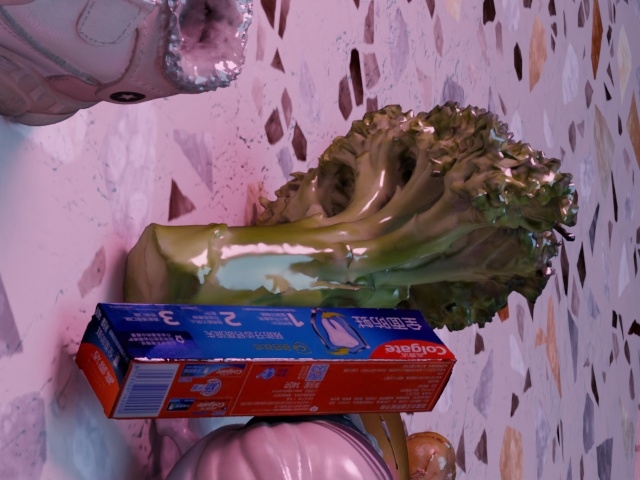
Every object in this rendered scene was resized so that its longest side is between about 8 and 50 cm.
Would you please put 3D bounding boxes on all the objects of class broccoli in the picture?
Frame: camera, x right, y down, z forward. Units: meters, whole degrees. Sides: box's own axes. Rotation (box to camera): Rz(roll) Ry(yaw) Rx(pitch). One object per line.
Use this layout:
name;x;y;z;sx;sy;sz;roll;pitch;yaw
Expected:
broccoli;0.001;0.019;1.609;0.275;0.397;0.353;55;-17;27

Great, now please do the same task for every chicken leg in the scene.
chicken leg;0.118;0.327;2.088;0.101;0.085;0.207;-44;137;-78

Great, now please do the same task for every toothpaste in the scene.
toothpaste;-0.038;0.098;1.435;0.320;0.076;0.066;4;124;-35

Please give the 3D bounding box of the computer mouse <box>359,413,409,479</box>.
computer mouse;0.050;0.246;1.920;0.158;0.072;0.310;-61;142;-58

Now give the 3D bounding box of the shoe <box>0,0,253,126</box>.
shoe;-0.179;-0.210;1.181;0.351;0.198;0.172;45;44;-62

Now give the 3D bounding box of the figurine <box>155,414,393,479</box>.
figurine;-0.035;0.318;1.476;0.253;0.211;0.361;-42;129;-80
